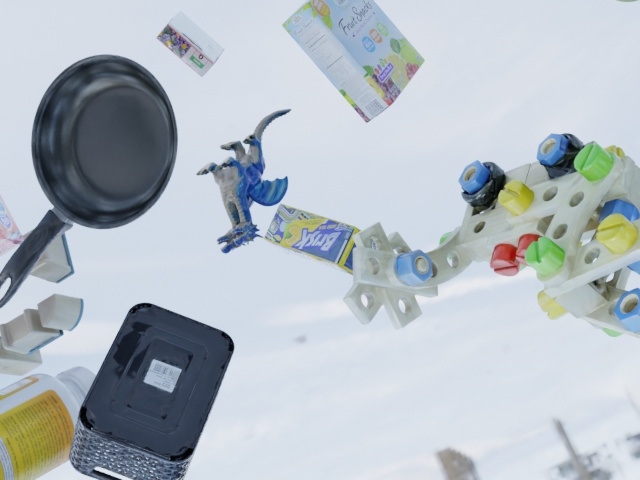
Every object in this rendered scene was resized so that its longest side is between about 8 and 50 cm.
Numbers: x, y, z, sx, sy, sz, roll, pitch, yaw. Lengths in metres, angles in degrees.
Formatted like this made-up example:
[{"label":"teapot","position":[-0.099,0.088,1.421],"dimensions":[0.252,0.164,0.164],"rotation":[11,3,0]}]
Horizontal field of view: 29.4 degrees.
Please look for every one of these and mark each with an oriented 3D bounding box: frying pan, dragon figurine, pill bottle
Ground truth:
[{"label":"frying pan","position":[-0.257,-0.049,1.393],"dimensions":[0.197,0.326,0.053],"rotation":[18,-172,23]},{"label":"dragon figurine","position":[-0.113,-0.098,2.043],"dimensions":[0.085,0.144,0.289],"rotation":[-17,-155,36]},{"label":"pill bottle","position":[-0.422,0.272,1.732],"dimensions":[0.245,0.136,0.136],"rotation":[-27,171,-45]}]

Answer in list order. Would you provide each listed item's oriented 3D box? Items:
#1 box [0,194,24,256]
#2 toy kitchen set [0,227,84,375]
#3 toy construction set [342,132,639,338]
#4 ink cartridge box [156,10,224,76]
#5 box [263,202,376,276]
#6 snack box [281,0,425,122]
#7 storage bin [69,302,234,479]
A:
[{"label":"box","position":[-0.617,0.011,1.806],"dimensions":[0.299,0.154,0.142],"rotation":[-30,174,5]},{"label":"toy kitchen set","position":[-0.468,0.098,1.959],"dimensions":[0.207,0.166,0.122],"rotation":[-29,156,23]},{"label":"toy construction set","position":[0.185,0.008,1.135],"dimensions":[0.327,0.215,0.151],"rotation":[-6,142,38]},{"label":"ink cartridge box","position":[-0.134,-0.199,1.250],"dimensions":[0.029,0.063,0.115],"rotation":[-47,-170,13]},{"label":"box","position":[0.000,0.000,1.637],"dimensions":[0.054,0.059,0.169],"rotation":[30,173,-40]},{"label":"snack box","position":[0.056,-0.315,1.952],"dimensions":[0.070,0.207,0.174],"rotation":[-36,-168,36]},{"label":"storage bin","position":[-0.176,0.168,1.287],"dimensions":[0.122,0.180,0.084],"rotation":[21,136,-1]}]
